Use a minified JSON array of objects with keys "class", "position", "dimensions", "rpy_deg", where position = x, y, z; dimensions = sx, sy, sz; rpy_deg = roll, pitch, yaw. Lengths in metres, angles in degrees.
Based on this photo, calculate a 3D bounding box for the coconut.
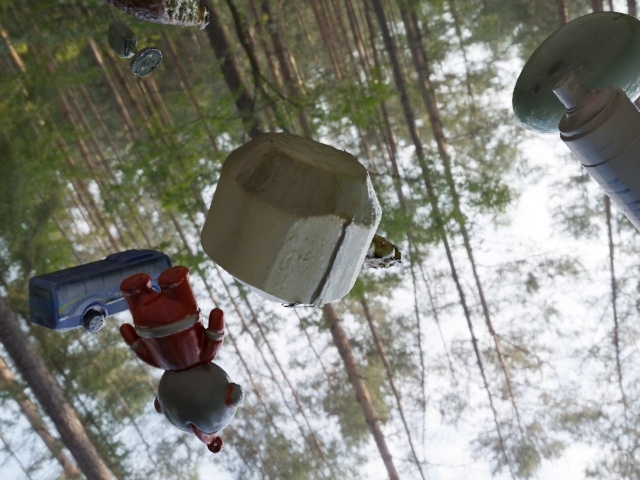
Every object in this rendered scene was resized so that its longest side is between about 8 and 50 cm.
[{"class":"coconut","position":[-0.058,-0.028,1.216],"dimensions":[0.322,0.323,0.323],"rpy_deg":[-16,-150,9]}]

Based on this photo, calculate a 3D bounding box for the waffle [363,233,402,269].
[{"class":"waffle","position":[0.000,0.000,1.578],"dimensions":[0.379,0.095,0.382],"rpy_deg":[13,177,-5]}]

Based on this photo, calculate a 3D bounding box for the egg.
[{"class":"egg","position":[0.456,-0.288,1.194],"dimensions":[0.264,0.183,0.183],"rpy_deg":[-34,-151,3]}]

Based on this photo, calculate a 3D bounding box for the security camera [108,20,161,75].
[{"class":"security camera","position":[-0.296,-0.305,1.065],"dimensions":[0.058,0.058,0.092],"rpy_deg":[-34,-109,-23]}]

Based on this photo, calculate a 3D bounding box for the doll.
[{"class":"doll","position":[-0.162,0.150,0.825],"dimensions":[0.142,0.245,0.076],"rpy_deg":[-12,-162,22]}]

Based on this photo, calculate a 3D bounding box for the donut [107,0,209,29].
[{"class":"donut","position":[-0.248,-0.359,0.900],"dimensions":[0.144,0.187,0.126],"rpy_deg":[-8,-161,13]}]

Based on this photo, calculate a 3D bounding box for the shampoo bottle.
[{"class":"shampoo bottle","position":[0.384,-0.085,0.823],"dimensions":[0.092,0.303,0.092],"rpy_deg":[-42,-165,14]}]

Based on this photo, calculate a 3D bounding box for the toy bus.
[{"class":"toy bus","position":[-0.330,0.074,1.059],"dimensions":[0.079,0.094,0.236],"rpy_deg":[17,-159,32]}]
